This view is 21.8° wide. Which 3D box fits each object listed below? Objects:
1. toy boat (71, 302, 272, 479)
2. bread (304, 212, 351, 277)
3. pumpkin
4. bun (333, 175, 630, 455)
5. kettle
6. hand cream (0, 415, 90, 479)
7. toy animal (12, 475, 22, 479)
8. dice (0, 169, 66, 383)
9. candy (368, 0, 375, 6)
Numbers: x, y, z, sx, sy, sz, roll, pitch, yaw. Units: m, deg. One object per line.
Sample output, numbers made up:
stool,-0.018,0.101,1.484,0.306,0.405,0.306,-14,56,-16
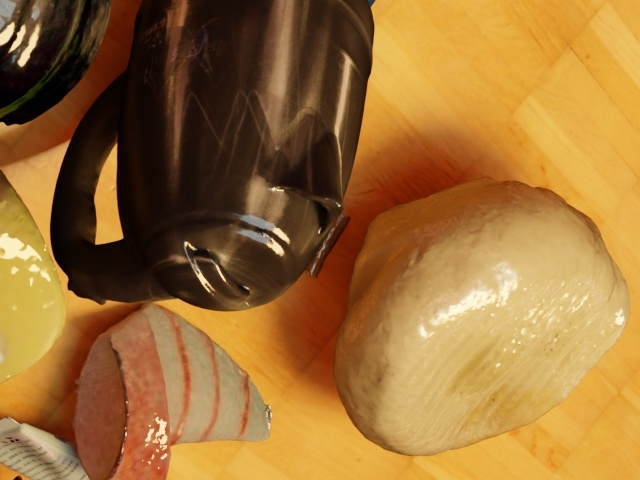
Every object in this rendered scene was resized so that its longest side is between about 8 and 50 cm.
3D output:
toy boat,-0.142,0.173,1.804,0.282,0.096,0.206,6,83,-50
bread,0.000,0.000,1.844,0.036,0.047,0.083,28,95,-12
pumpkin,-0.299,-0.244,1.338,0.296,0.296,0.295,-17,123,-29
bun,0.159,0.075,1.884,0.365,0.219,0.365,-21,140,-19
kettle,-0.113,-0.077,1.521,0.228,0.321,0.324,52,35,-44
hand cream,-0.243,0.260,1.789,0.331,0.085,0.058,31,49,-44
toy animal,-0.389,0.334,1.672,0.243,0.087,0.260,-53,154,-55
dice,-0.346,0.033,1.522,0.169,0.166,0.169,-28,127,-22
candy,-0.061,-0.285,1.626,0.187,0.077,0.331,-55,135,-8
